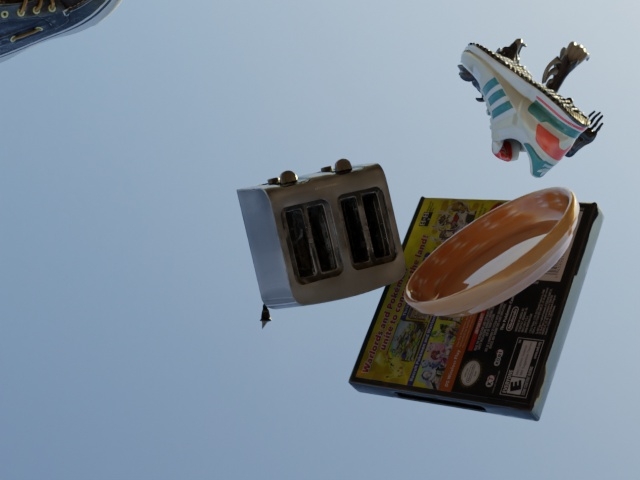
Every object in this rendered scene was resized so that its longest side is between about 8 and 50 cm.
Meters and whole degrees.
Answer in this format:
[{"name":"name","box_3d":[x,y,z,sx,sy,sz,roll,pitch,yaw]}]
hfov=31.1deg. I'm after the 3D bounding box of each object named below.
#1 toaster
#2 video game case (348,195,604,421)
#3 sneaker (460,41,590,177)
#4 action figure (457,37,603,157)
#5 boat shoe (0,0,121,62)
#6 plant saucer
[{"name":"toaster","box_3d":[0.000,0.000,1.417,0.168,0.185,0.110,-13,-178,-24]},{"name":"video game case","box_3d":[0.186,0.071,1.378,0.248,0.035,0.274,4,-120,38]},{"name":"sneaker","box_3d":[0.163,-0.115,1.016,0.057,0.075,0.161,16,-157,-42]},{"name":"action figure","box_3d":[0.315,-0.237,1.727,0.164,0.141,0.276,20,170,41]},{"name":"boat shoe","box_3d":[-0.261,-0.217,1.037,0.183,0.083,0.065,-27,-101,9]},{"name":"plant saucer","box_3d":[0.177,0.017,1.161,0.037,0.200,0.200,56,-140,-12]}]
